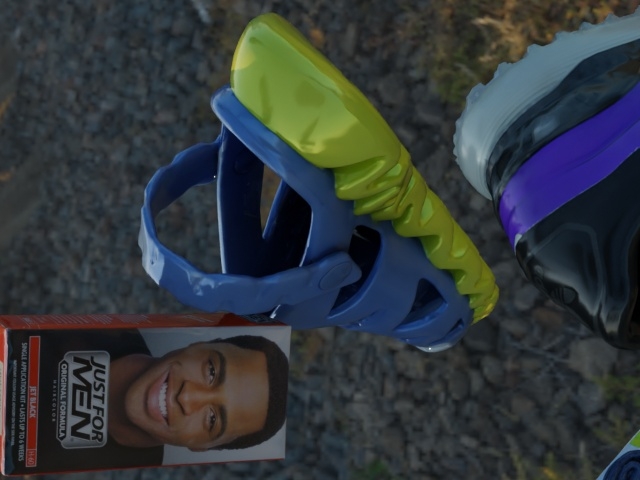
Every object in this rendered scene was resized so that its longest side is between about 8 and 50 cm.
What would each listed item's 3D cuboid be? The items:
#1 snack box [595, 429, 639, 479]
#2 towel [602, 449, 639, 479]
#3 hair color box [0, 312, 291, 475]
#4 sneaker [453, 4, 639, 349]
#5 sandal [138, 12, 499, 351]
[{"bbox_3d":[0.374,0.307,1.290,0.174,0.070,0.207,43,104,26],"label":"snack box"},{"bbox_3d":[0.160,0.159,0.631,0.029,0.119,0.067,13,61,28],"label":"towel"},{"bbox_3d":[-0.088,0.073,0.593,0.043,0.141,0.072,-169,80,-65],"label":"hair color box"},{"bbox_3d":[0.207,-0.047,0.446,0.293,0.102,0.146,-29,49,10],"label":"sneaker"},{"bbox_3d":[0.000,0.000,0.674,0.138,0.317,0.126,-43,57,3],"label":"sandal"}]
